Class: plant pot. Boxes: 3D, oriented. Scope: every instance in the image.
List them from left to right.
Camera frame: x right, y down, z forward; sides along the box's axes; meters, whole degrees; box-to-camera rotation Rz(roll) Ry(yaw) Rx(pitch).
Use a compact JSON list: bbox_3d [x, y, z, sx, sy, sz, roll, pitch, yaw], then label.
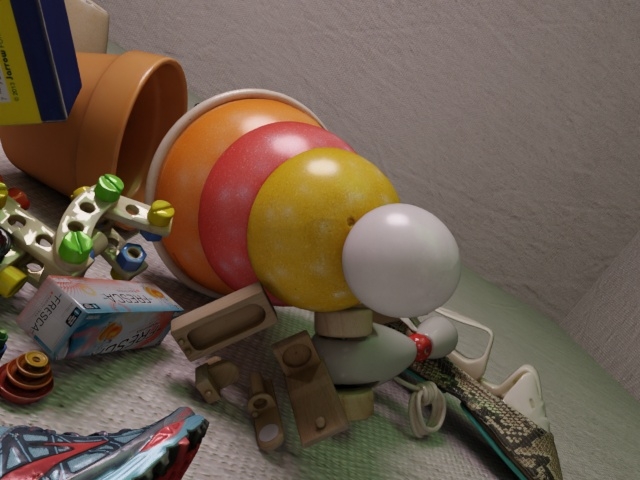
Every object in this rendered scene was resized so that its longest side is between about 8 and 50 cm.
[{"bbox_3d":[-0.548,-0.370,1.000,0.257,0.274,0.256,31,14,-8],"label":"plant pot"},{"bbox_3d":[-0.368,-0.181,0.818,0.204,0.290,0.291,16,15,-2],"label":"plant pot"}]

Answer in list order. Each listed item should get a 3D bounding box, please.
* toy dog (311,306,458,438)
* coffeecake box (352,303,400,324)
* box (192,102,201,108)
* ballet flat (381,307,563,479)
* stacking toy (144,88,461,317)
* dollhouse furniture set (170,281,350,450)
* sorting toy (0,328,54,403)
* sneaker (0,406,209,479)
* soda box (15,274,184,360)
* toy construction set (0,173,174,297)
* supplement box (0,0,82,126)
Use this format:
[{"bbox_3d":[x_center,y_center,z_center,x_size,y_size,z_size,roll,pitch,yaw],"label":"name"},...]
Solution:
[{"bbox_3d":[0.074,0.176,0.796,0.161,0.220,0.334,3,-19,42],"label":"toy dog"},{"bbox_3d":[0.129,0.072,0.973,0.185,0.142,0.068,-80,149,-52],"label":"coffeecake box"},{"bbox_3d":[-0.263,-0.192,1.178,0.153,0.207,0.108,37,14,7],"label":"box"},{"bbox_3d":[0.282,0.252,0.927,0.483,0.182,0.164,39,3,23],"label":"ballet flat"},{"bbox_3d":[-0.004,-0.013,0.659,0.351,0.350,0.480,23,2,-37],"label":"stacking toy"},{"bbox_3d":[-0.071,0.151,0.567,0.123,0.144,0.151,-120,-173,-61],"label":"dollhouse furniture set"},{"bbox_3d":[-0.284,0.110,0.435,0.102,0.042,0.061,19,20,-45],"label":"sorting toy"},{"bbox_3d":[-0.184,0.163,0.353,0.125,0.104,0.262,35,13,16],"label":"sneaker"},{"bbox_3d":[-0.231,0.083,0.549,0.063,0.058,0.183,37,3,16],"label":"soda box"},{"bbox_3d":[-0.358,-0.043,0.567,0.328,0.151,0.215,26,38,2],"label":"toy construction set"},{"bbox_3d":[-0.468,-0.227,0.519,0.357,0.195,0.194,-9,30,-17],"label":"supplement box"}]
